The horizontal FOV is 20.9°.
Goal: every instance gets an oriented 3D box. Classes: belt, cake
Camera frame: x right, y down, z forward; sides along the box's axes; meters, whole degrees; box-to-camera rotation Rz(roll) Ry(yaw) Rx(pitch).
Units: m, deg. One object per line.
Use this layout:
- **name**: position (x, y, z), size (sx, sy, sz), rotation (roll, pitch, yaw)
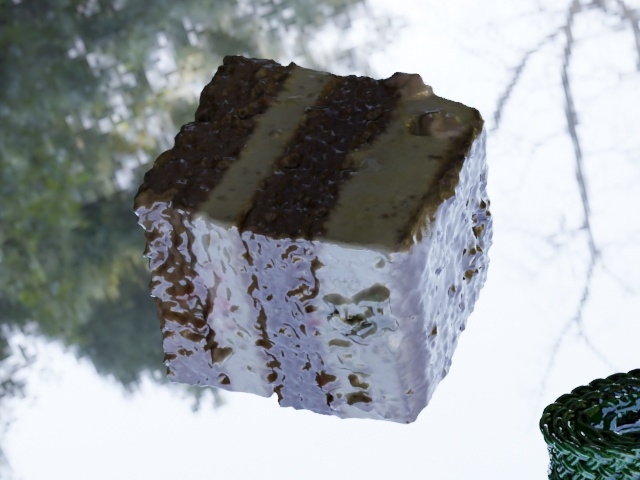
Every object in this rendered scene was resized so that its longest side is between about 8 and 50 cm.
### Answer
- **belt**: position (0.227, 0.147, 1.215), size (0.151, 0.079, 0.121), rotation (-23, -157, -29)
- **cake**: position (0.000, 0.000, 1.700), size (0.290, 0.255, 0.282), rotation (11, -134, 22)
